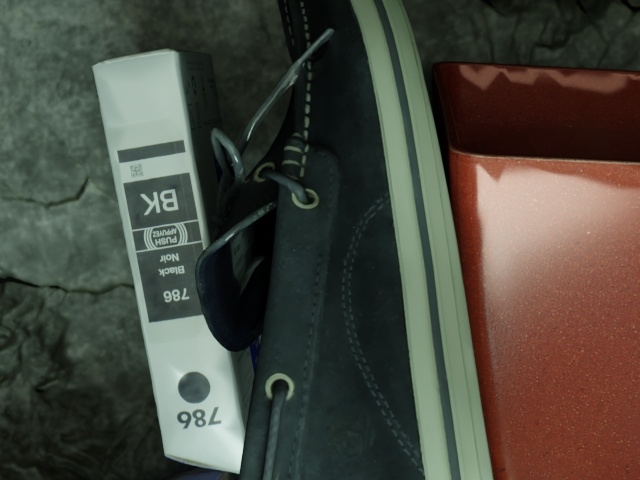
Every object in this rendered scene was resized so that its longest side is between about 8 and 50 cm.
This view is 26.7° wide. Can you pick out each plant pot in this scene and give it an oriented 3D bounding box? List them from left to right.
[{"bbox_3d":[0.204,0.026,0.909,0.267,0.267,0.235,4,108,1],"label":"plant pot"}]

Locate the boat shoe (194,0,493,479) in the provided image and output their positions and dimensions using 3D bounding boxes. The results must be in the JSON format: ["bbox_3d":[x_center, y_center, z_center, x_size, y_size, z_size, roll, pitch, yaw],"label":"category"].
[{"bbox_3d":[0.000,0.000,0.830,0.156,0.187,0.500,-7,55,2],"label":"boat shoe"}]

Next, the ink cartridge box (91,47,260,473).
[{"bbox_3d":[-0.087,0.034,0.953,0.065,0.165,0.332,-10,95,4],"label":"ink cartridge box"}]

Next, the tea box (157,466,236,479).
[{"bbox_3d":[-0.176,0.374,0.942,0.329,0.220,0.323,-19,97,14],"label":"tea box"}]
